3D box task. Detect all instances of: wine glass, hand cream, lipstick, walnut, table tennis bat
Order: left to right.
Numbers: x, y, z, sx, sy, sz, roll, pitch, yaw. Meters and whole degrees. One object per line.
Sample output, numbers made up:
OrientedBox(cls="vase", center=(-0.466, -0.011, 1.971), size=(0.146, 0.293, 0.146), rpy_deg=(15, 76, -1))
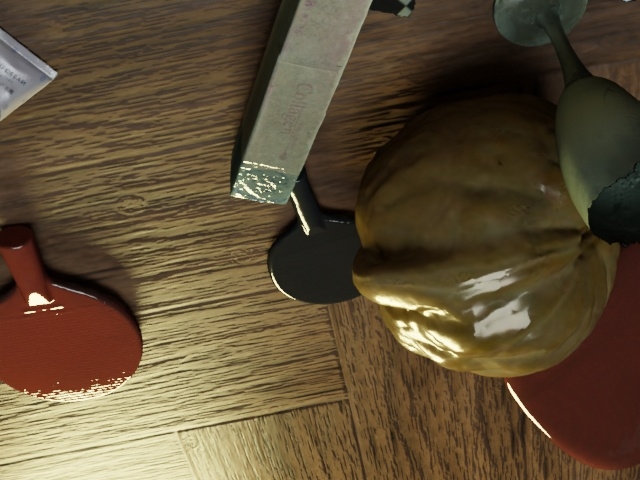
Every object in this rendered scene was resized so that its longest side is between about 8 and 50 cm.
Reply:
OrientedBox(cls="hand cream", center=(-0.338, -0.141, 1.066), size=(0.142, 0.053, 0.084), rpy_deg=(-40, 127, 14))
OrientedBox(cls="table tennis bat", center=(-0.326, 0.102, 1.310), size=(0.200, 0.038, 0.310), rpy_deg=(-9, 136, -1))
OrientedBox(cls="lipstick", center=(-0.024, -0.155, 1.041), size=(0.066, 0.068, 0.317), rpy_deg=(9, 144, -13))
OrientedBox(cls="table tennis bat", center=(0.000, 0.000, 1.273), size=(0.150, 0.027, 0.236), rpy_deg=(-16, 136, 7))
OrientedBox(cls="walnut", center=(0.167, 0.000, 1.126), size=(0.285, 0.285, 0.296), rpy_deg=(-16, 110, 6))
OrientedBox(cls="wine glass", center=(0.323, -0.136, 0.991), size=(0.264, 0.310, 0.096), rpy_deg=(-3, 134, -7))

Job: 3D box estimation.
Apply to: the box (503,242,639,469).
OrientedBox(cls="box", center=(0.409, 0.111, 1.327), size=(0.263, 0.108, 0.404), rpy_deg=(46, 122, 1))

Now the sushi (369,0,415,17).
OrientedBox(cls="sushi", center=(0.002, -0.319, 0.921), size=(0.294, 0.059, 0.292), rpy_deg=(5, 134, -20))
